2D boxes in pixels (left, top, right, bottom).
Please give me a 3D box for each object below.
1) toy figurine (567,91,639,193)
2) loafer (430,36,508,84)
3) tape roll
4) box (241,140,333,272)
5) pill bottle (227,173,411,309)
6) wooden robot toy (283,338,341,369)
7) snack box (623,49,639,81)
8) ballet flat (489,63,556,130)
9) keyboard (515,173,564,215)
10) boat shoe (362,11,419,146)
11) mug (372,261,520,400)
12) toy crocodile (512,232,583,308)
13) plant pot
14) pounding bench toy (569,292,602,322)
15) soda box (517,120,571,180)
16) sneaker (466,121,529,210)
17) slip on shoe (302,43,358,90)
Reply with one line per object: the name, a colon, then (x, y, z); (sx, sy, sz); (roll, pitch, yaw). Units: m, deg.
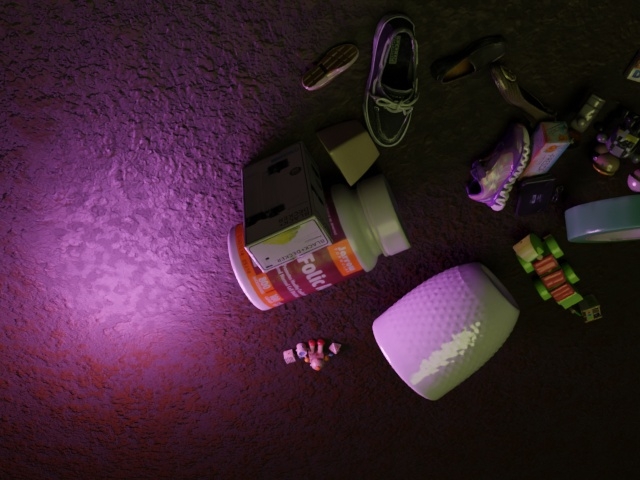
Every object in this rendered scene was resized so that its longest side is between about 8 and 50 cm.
toy figurine: (0.661, -0.215, 1.530); (0.210, 0.213, 0.148); (11, 120, -33)
loafer: (0.323, -0.377, 1.453); (0.170, 0.061, 0.062); (-25, 128, 12)
tape roll: (0.767, -0.051, 1.658); (0.322, 0.077, 0.321); (-4, 172, -1)
box: (-0.079, -0.080, 1.499); (0.169, 0.289, 0.087); (-23, 130, 12)
pill bottle: (0.000, 0.000, 1.620); (0.393, 0.224, 0.224); (-22, 130, 11)
wooden robot toy: (-0.020, 0.344, 2.008); (0.174, 0.079, 0.076); (-4, 131, -6)
snack box: (0.780, -0.378, 1.542); (0.178, 0.022, 0.064); (10, 129, -16)
ballet flat: (0.454, -0.316, 1.507); (0.058, 0.084, 0.250); (-28, 134, 33)
keyboard: (0.546, -0.113, 1.695); (0.108, 0.023, 0.180); (-8, 155, 7)
boat shoe: (0.159, -0.319, 1.450); (0.113, 0.104, 0.306); (1, 130, -9)
mug: (0.376, 0.231, 1.874); (0.328, 0.276, 0.374); (-42, 154, 16)
toy crocodile: (0.630, 0.090, 1.866); (0.115, 0.105, 0.340); (-31, 128, 18)
plant pot: (0.068, -0.209, 1.539); (0.096, 0.109, 0.109); (-33, 128, 3)
pounding bench toy: (0.782, 0.208, 2.023); (0.083, 0.052, 0.065); (-21, 130, 10)
soda box: (0.510, -0.205, 1.579); (0.063, 0.058, 0.183); (-2, 159, -6)
sneaker: (0.417, -0.176, 1.623); (0.105, 0.095, 0.236); (10, 129, -6)
slip on shoe: (0.023, -0.363, 1.439); (0.135, 0.051, 0.041); (-37, 166, 12)
